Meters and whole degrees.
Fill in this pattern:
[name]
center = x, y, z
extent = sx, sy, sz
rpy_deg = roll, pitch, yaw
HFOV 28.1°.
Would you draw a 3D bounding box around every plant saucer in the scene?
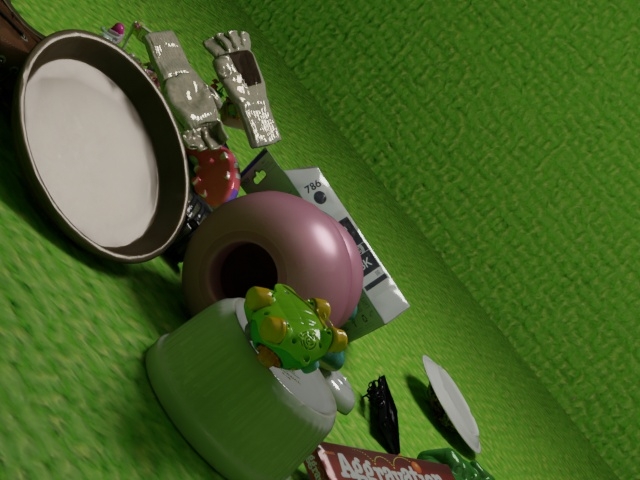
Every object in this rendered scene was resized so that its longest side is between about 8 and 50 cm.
[plant saucer]
center = -0.253, -0.104, 1.461
extent = 0.278, 0.041, 0.278
rpy_deg = 33, 48, -47

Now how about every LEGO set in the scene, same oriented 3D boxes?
[LEGO set]
center = -0.230, -0.270, 2.057
extent = 0.287, 0.107, 0.132
rpy_deg = 28, 26, -5

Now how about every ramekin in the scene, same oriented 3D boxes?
[ramekin]
center = -0.076, 0.156, 1.357
extent = 0.207, 0.109, 0.207
rpy_deg = 46, 11, -12

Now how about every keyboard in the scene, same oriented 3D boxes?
[keyboard]
center = 0.089, 0.257, 1.923
extent = 0.192, 0.038, 0.100
rpy_deg = -84, 156, -77

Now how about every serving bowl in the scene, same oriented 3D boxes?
[serving bowl]
center = 0.022, 0.205, 1.810
extent = 0.083, 0.027, 0.083
rpy_deg = 47, 10, -10

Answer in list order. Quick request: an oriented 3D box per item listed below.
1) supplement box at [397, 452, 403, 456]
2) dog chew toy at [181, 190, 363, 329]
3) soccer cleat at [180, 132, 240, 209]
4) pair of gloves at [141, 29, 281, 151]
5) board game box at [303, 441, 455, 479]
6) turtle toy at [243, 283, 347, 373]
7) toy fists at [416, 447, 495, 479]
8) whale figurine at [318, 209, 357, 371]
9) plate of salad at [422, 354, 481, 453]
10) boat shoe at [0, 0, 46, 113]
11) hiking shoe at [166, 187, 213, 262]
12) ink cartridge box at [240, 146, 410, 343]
[supplement box]
center = 0.105, 0.325, 1.645
extent = 0.083, 0.055, 0.043
rpy_deg = 50, 12, 8
[dog chew toy]
center = -0.040, 0.045, 1.616
extent = 0.206, 0.206, 0.332
rpy_deg = 51, 13, 12
[soccer cleat]
center = -0.163, -0.110, 2.055
extent = 0.095, 0.083, 0.248
rpy_deg = 47, 7, -34
[pair of gloves]
center = -0.162, -0.239, 2.004
extent = 0.240, 0.042, 0.204
rpy_deg = -9, 76, -51
[board game box]
center = 0.096, 0.319, 1.526
extent = 0.281, 0.027, 0.145
rpy_deg = 20, 34, -48
[turtle toy]
center = -0.038, 0.086, 1.275
extent = 0.095, 0.066, 0.130
rpy_deg = 13, 27, -30
[toy fists]
center = 0.235, 0.397, 1.809
extent = 0.279, 0.096, 0.142
rpy_deg = 43, 11, -23
[whale figurine]
center = -0.016, 0.058, 1.840
extent = 0.216, 0.141, 0.272
rpy_deg = 28, 29, -32
[plate of salad]
center = 0.225, 0.295, 2.271
extent = 0.200, 0.048, 0.200
rpy_deg = 56, 11, -17
[boat shoe]
center = -0.378, -0.212, 1.495
extent = 0.307, 0.111, 0.104
rpy_deg = 48, 26, -6
[hiking shoe]
center = -0.183, -0.029, 1.647
extent = 0.114, 0.086, 0.227
rpy_deg = 52, 9, 34
[ink cartridge box]
center = 0.000, 0.000, 2.034
extent = 0.332, 0.065, 0.165
rpy_deg = 56, -26, 0
